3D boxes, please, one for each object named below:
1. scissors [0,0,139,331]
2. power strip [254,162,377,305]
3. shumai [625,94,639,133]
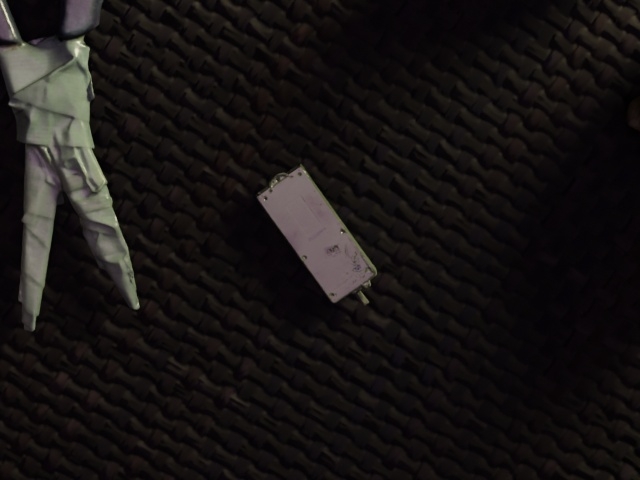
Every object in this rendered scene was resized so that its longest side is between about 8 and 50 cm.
[{"bbox_3d":[-0.224,-0.114,1.114,0.256,0.029,0.383,-5,103,-2],"label":"scissors"},{"bbox_3d":[0.000,0.000,1.157,0.051,0.019,0.136,-36,102,2],"label":"power strip"},{"bbox_3d":[0.343,-0.104,1.095,0.175,0.166,0.206,-32,78,12],"label":"shumai"}]
